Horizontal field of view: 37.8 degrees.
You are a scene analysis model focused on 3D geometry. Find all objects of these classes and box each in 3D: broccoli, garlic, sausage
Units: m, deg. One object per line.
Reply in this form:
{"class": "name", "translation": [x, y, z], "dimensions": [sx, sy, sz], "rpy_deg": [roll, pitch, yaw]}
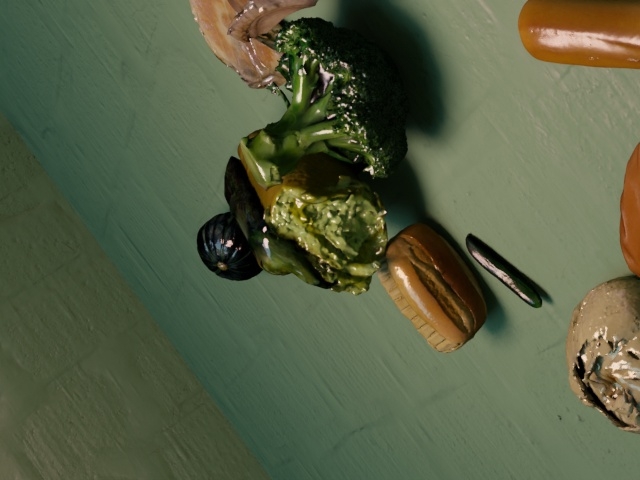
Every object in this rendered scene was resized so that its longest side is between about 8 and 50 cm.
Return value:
{"class": "broccoli", "translation": [-0.001, -0.217, 1.515], "dimensions": [0.297, 0.297, 0.297], "rpy_deg": [53, 166, 19]}
{"class": "garlic", "translation": [-0.084, -0.473, 1.484], "dimensions": [0.237, 0.210, 0.292], "rpy_deg": [-165, 68, -82]}
{"class": "sausage", "translation": [0.448, -0.029, 1.178], "dimensions": [0.136, 0.120, 0.241], "rpy_deg": [50, 158, 44]}

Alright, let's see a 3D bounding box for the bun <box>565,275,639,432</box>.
{"class": "bun", "translation": [0.463, 0.191, 1.379], "dimensions": [0.259, 0.152, 0.259], "rpy_deg": [37, 147, 29]}

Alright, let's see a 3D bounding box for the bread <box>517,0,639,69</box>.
{"class": "bread", "translation": [0.346, -0.254, 1.141], "dimensions": [0.239, 0.074, 0.092], "rpy_deg": [20, 132, 50]}

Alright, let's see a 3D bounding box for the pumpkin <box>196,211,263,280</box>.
{"class": "pumpkin", "translation": [-0.214, 0.018, 2.318], "dimensions": [0.194, 0.150, 0.194], "rpy_deg": [39, 159, 18]}

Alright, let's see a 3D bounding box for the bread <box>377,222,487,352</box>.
{"class": "bread", "translation": [0.207, 0.084, 1.694], "dimensions": [0.236, 0.140, 0.106], "rpy_deg": [53, 151, 1]}

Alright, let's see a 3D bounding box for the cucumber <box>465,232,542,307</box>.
{"class": "cucumber", "translation": [0.312, 0.054, 1.604], "dimensions": [0.184, 0.033, 0.036], "rpy_deg": [42, 172, 28]}

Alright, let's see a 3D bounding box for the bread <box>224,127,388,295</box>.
{"class": "bread", "translation": [-0.032, -0.075, 1.723], "dimensions": [0.208, 0.251, 0.376], "rpy_deg": [-69, 26, 18]}

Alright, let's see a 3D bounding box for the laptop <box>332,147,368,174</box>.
{"class": "laptop", "translation": [0.054, -0.194, 1.772], "dimensions": [0.135, 0.016, 0.197], "rpy_deg": [56, 156, -2]}

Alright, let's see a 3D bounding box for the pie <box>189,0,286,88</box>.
{"class": "pie", "translation": [-0.158, -0.435, 1.783], "dimensions": [0.337, 0.075, 0.337], "rpy_deg": [46, 157, 26]}
